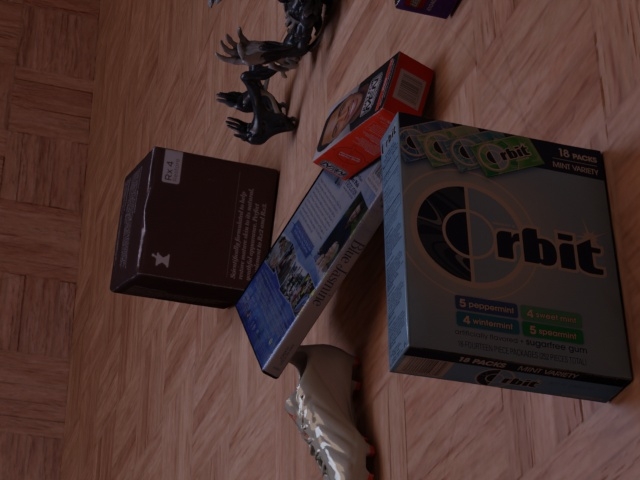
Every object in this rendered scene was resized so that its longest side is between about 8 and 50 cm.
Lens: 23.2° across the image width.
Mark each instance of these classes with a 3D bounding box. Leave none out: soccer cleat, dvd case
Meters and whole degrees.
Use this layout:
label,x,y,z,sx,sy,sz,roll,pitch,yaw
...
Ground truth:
label,x,y,z,sx,sy,sz,roll,pitch,yaw
soccer cleat,0.004,0.180,1.499,0.196,0.076,0.068,-98,23,-46
dvd case,0.000,0.000,1.575,0.253,0.022,0.180,-57,20,10

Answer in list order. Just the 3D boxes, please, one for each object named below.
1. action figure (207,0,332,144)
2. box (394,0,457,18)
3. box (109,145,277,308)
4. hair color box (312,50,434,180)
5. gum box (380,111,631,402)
label,x,y,z,sx,sy,sz,roll,pitch,yaw
action figure,-0.067,-0.255,1.889,0.164,0.141,0.276,-99,21,-51
box,0.137,-0.369,1.395,0.293,0.057,0.201,121,155,-51
box,-0.169,-0.011,2.041,0.203,0.167,0.168,156,123,-71
hair color box,0.050,-0.119,1.512,0.141,0.043,0.072,-36,31,55
gum box,0.121,0.010,1.051,0.041,0.157,0.184,122,152,-54
